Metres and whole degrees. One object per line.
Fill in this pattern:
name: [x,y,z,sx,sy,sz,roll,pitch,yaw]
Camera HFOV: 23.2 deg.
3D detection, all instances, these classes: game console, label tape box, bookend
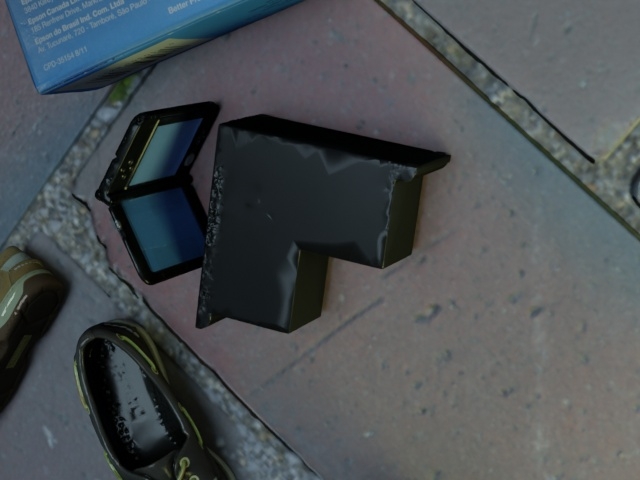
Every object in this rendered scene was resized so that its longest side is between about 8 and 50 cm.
game console: [-0.103,-0.038,1.152,0.071,0.122,0.107,34,111,15]
label tape box: [-0.144,-0.304,1.133,0.240,0.106,0.334,-19,90,26]
bookend: [0.000,0.000,1.139,0.157,0.072,0.156,13,105,22]

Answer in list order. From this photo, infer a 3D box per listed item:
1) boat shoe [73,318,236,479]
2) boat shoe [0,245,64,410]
boat shoe: [-0.129,0.169,1.221,0.081,0.068,0.228,-30,87,6]
boat shoe: [-0.285,0.089,1.297,0.072,0.068,0.190,42,104,26]
